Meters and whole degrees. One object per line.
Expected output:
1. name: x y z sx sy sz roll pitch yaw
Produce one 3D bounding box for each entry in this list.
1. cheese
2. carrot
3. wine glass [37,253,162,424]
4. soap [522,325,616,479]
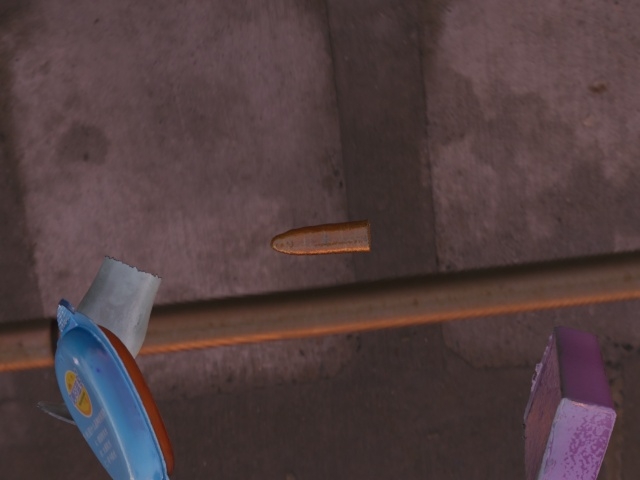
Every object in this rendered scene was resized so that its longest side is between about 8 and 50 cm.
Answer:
1. cheese: -0.114 0.151 0.676 0.037 0.106 0.256 -25 77 -32
2. carrot: 0.000 0.000 1.397 0.139 0.048 0.048 -6 110 1
3. wine glass: -0.265 0.122 1.253 0.093 0.093 0.202 21 86 -10
4. soap: 0.347 0.252 1.453 0.081 0.259 0.181 14 108 5
